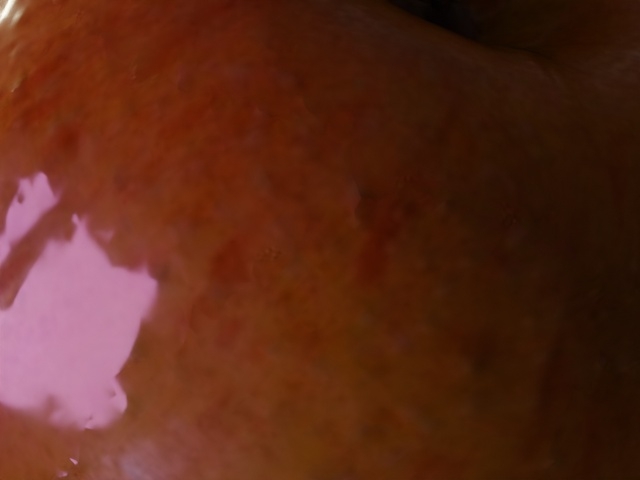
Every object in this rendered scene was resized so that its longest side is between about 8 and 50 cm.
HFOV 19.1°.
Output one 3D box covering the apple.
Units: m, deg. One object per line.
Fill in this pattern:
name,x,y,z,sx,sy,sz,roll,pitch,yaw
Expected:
apple,0.000,0.000,0.581,0.275,0.299,0.299,-55,48,49
